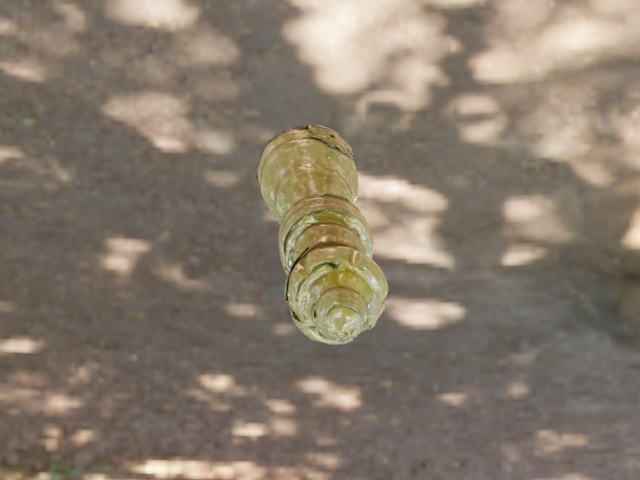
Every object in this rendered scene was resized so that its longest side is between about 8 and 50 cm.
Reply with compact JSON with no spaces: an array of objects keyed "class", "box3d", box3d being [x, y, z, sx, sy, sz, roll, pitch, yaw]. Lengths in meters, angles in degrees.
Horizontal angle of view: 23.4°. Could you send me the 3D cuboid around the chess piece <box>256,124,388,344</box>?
[{"class":"chess piece","box3d":[0.001,0.000,0.780,0.060,0.172,0.060,-2,117,-5]}]
